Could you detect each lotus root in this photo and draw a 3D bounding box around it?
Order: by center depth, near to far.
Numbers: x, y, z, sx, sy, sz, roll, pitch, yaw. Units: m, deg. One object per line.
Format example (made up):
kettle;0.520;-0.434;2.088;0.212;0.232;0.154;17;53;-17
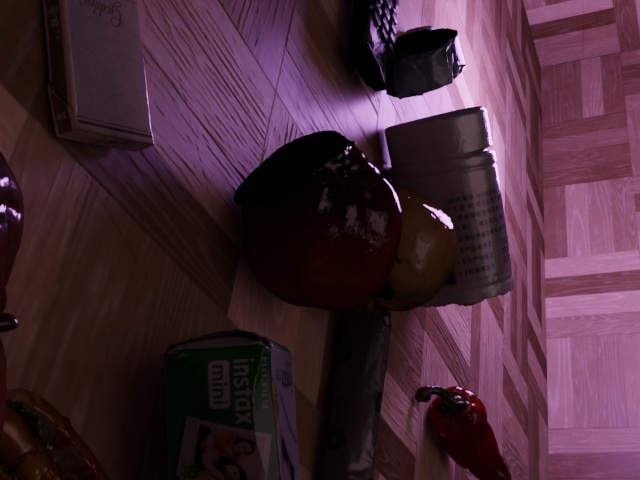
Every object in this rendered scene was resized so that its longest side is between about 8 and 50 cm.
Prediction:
lotus root;0.109;0.006;1.200;0.310;0.182;0.183;-24;105;-70

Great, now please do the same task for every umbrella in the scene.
umbrella;0.046;0.230;1.120;0.067;0.073;0.337;65;29;-48

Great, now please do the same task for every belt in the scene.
belt;0.184;-0.321;1.502;0.198;0.151;0.078;-58;136;-53

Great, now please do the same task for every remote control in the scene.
remote control;0.094;-0.432;1.438;0.145;0.062;0.399;56;33;-48

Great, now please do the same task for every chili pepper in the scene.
chili pepper;0.284;0.375;1.588;0.388;0.110;0.110;59;33;-39

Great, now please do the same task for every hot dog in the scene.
hot dog;-0.180;0.204;0.596;0.104;0.076;0.250;-64;143;-51

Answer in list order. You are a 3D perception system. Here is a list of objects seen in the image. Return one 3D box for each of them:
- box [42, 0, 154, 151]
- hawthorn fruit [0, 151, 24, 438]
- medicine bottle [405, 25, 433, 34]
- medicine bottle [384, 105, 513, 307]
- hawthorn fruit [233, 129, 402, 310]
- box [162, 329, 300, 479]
box;-0.196;-0.182;0.726;0.109;0.029;0.199;2;80;-67
hawthorn fruit;-0.255;0.027;0.305;0.271;0.242;0.242;12;69;-32
medicine bottle;0.207;-0.384;1.691;0.058;0.058;0.091;-22;104;-66
medicine bottle;0.227;-0.062;1.479;0.190;0.189;0.332;-22;104;-66
hawthorn fruit;0.000;0.000;0.977;0.251;0.189;0.190;87;14;-47
box;-0.073;0.210;0.748;0.180;0.102;0.250;70;17;-80
